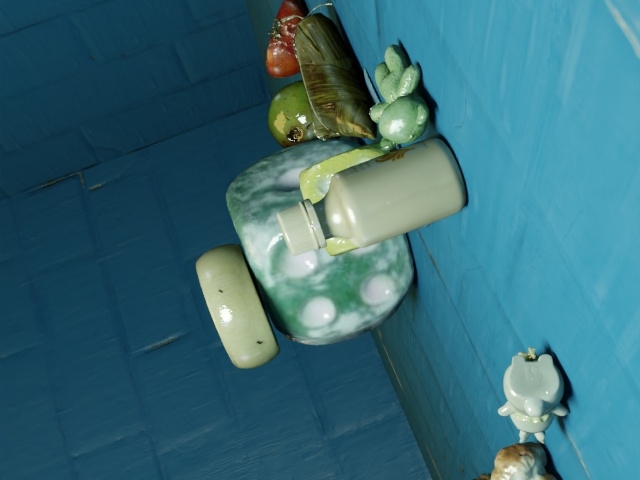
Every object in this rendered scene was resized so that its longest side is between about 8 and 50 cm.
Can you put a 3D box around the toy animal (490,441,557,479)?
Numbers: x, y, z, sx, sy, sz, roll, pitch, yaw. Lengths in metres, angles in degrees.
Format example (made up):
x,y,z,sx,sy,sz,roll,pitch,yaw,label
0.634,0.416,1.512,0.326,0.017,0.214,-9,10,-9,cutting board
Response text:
x,y,z,sx,sy,sz,roll,pitch,yaw,label
0.299,0.356,1.331,0.183,0.104,0.185,-104,-8,-51,toy animal

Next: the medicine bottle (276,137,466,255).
x,y,z,sx,sy,sz,roll,pitch,yaw,label
0.067,-0.051,1.190,0.114,0.252,0.114,159,90,-86,medicine bottle

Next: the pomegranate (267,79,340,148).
x,y,z,sx,sy,sz,roll,pitch,yaw,label
-0.036,-0.307,2.043,0.179,0.180,0.210,73,-173,-50,pomegranate

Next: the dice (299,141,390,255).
x,y,z,sx,sy,sz,roll,pitch,yaw,label
0.068,-0.073,1.550,0.169,0.170,0.166,-14,-96,-83,dice

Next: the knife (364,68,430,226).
x,y,z,sx,sy,sz,roll,pitch,yaw,label
0.130,-0.165,1.509,0.044,0.019,0.312,92,158,-71,knife

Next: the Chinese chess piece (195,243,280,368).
x,y,z,sx,sy,sz,roll,pitch,yaw,label
-0.173,0.138,1.815,0.273,0.102,0.273,159,90,-86,Chinese chess piece

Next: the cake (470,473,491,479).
x,y,z,sx,sy,sz,roll,pitch,yaw,label
0.278,0.595,1.792,0.115,0.295,0.113,66,157,0,cake

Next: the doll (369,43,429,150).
x,y,z,sx,sy,sz,roll,pitch,yaw,label
0.115,-0.202,1.205,0.115,0.078,0.150,-41,51,46,doll

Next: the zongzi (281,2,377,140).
x,y,z,sx,sy,sz,roll,pitch,yaw,label
0.034,-0.304,1.561,0.241,0.111,0.247,-154,46,-69,zongzi

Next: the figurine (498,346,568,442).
x,y,z,sx,sy,sz,roll,pitch,yaw,label
0.275,0.194,1.089,0.098,0.081,0.146,-65,-24,-22,figurine

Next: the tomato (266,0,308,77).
x,y,z,sx,sy,sz,roll,pitch,yaw,label
-0.053,-0.462,1.997,0.173,0.099,0.189,6,-77,-78,tomato

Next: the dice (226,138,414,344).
x,y,z,sx,sy,sz,roll,pitch,yaw,label
0.000,0.000,1.899,0.330,0.328,0.348,-115,6,-57,dice
